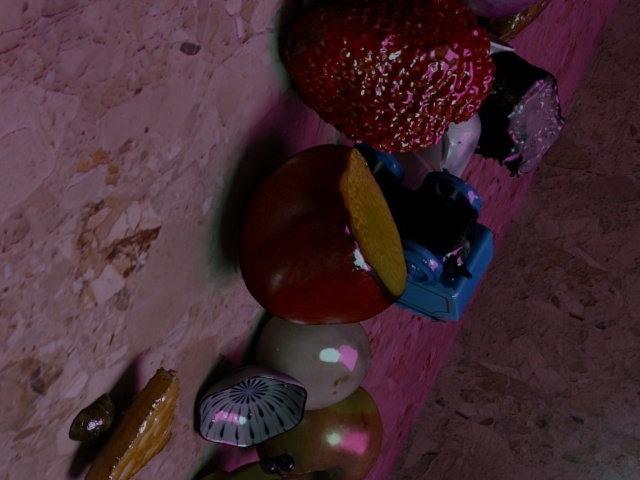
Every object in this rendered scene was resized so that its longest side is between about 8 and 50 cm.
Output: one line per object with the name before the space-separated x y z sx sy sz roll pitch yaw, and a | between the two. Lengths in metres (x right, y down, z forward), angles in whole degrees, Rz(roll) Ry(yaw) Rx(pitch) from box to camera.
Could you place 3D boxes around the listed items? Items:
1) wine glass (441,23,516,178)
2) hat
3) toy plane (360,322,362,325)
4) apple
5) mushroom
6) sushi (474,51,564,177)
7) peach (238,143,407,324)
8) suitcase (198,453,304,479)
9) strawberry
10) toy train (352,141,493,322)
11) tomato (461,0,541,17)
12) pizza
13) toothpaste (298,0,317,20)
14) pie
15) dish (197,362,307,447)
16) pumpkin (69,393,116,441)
wine glass | 0.268 -0.267 1.990 0.143 0.143 0.321 -29 143 -62
hat | 0.137 -0.165 1.768 0.164 0.219 0.226 -34 130 6
toy plane | 0.047 0.169 1.996 0.256 0.104 0.242 -65 165 2
apple | -0.002 0.359 1.893 0.261 0.261 0.194 78 19 -62
mushroom | -0.019 0.184 1.747 0.204 0.204 0.204 -54 160 -31
sushi | 0.425 -0.285 2.320 0.234 0.207 0.348 -49 154 -11
peach | 0.000 0.000 1.405 0.245 0.248 0.275 -37 156 -4
suitcase | -0.129 0.478 1.753 0.235 0.143 0.194 -27 151 -6
strawberry | 0.089 -0.226 1.363 0.257 0.261 0.261 -42 152 -37
toy train | 0.135 -0.007 1.677 0.188 0.300 0.265 -58 157 -21
tomato | 0.281 -0.437 1.416 0.176 0.289 0.335 48 20 -36
pizza | -0.245 0.258 1.356 0.188 0.062 0.199 -55 167 -13
toothpaste | -0.020 -0.353 1.188 0.301 0.048 0.075 69 21 -75
pie | 0.410 -0.474 2.088 0.273 0.069 0.273 -48 175 -5
dish | -0.116 0.256 1.637 0.191 0.190 0.066 98 -19 -44
pumpkin | -0.279 0.228 1.264 0.083 0.028 0.050 -31 145 -54
